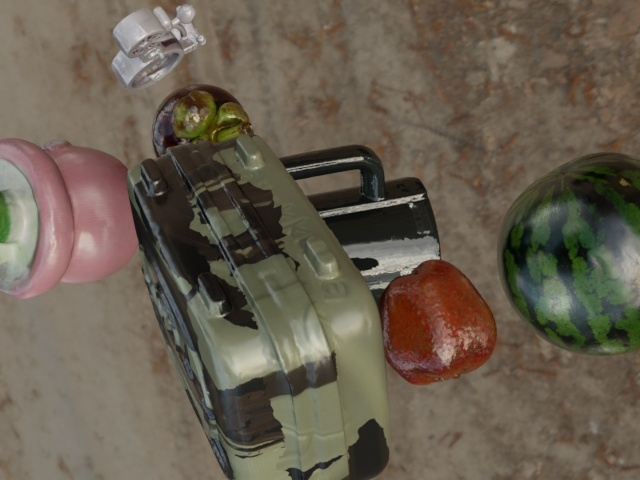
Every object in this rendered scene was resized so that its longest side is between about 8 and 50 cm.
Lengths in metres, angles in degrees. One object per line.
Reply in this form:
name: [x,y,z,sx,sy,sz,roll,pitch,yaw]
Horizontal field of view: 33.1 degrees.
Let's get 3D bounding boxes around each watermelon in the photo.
watermelon: [0.387,0.018,1.491,0.285,0.285,0.285,23,127,35]

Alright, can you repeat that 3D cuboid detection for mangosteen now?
mangosteen: [-0.165,-0.142,1.554,0.181,0.156,0.146,47,116,47]

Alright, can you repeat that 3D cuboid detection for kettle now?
kettle: [0.003,0.014,1.518,0.262,0.307,0.203,112,148,-64]

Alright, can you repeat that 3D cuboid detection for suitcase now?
suitcase: [-0.055,0.093,1.089,0.351,0.194,0.339,-124,21,-47]

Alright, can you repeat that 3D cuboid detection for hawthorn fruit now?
hawthorn fruit: [0.126,0.093,1.221,0.133,0.132,0.138,-30,74,49]

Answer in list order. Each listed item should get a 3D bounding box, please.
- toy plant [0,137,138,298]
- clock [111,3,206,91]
toy plant: [-0.431,-0.022,1.404,0.317,0.356,0.211,-4,98,44]
clock: [-0.148,-0.178,0.964,0.041,0.087,0.129,55,172,5]
